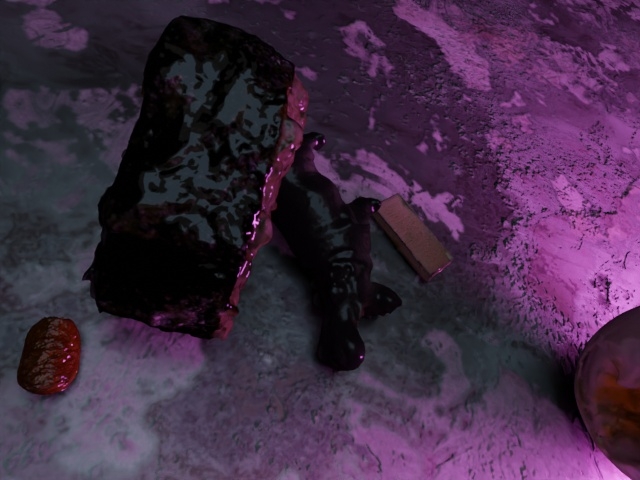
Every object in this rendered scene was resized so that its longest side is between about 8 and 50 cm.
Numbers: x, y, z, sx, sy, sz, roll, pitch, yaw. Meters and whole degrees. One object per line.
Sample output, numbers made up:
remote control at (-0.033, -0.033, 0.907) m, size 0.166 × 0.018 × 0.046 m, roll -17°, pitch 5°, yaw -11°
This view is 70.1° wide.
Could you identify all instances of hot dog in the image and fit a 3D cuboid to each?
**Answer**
hot dog at (-0.294, 0.126, 0.495) m, size 0.058 × 0.035 × 0.083 m, roll 4°, pitch 60°, yaw -18°

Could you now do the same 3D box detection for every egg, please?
egg at (0.537, 0.215, 0.610) m, size 0.335 × 0.278 × 0.279 m, roll 3°, pitch 60°, yaw -13°

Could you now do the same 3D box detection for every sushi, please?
sushi at (-0.127, -0.064, 0.517) m, size 0.170 × 0.211 × 0.350 m, roll 18°, pitch 87°, yaw -7°

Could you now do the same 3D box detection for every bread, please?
bread at (0.148, -0.008, 0.747) m, size 0.068 × 0.028 × 0.154 m, roll -29°, pitch 74°, yaw -32°

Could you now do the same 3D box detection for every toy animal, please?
toy animal at (0.016, 0.000, 0.648) m, size 0.168 × 0.106 × 0.343 m, roll -17°, pitch 72°, yaw -29°
